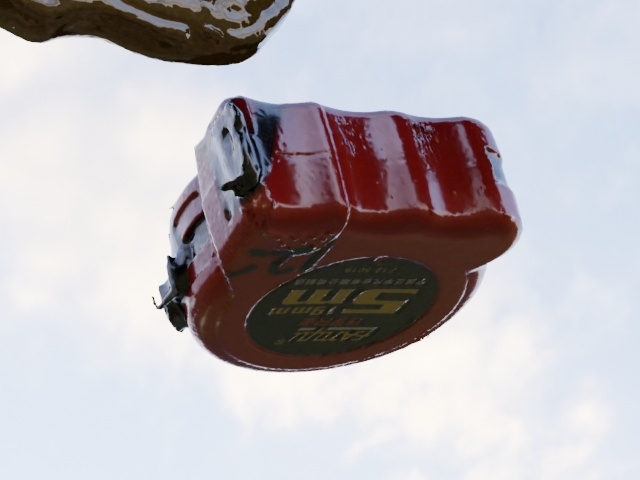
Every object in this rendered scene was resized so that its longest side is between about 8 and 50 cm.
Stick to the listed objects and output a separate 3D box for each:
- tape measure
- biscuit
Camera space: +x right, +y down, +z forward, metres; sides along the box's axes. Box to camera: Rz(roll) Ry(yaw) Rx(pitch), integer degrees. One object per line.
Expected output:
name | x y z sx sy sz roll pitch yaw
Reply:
tape measure | 0.001 0.000 1.147 0.253 0.114 0.260 2 -32 -26
biscuit | -0.128 -0.234 1.028 0.257 0.273 0.049 5 -38 -25
